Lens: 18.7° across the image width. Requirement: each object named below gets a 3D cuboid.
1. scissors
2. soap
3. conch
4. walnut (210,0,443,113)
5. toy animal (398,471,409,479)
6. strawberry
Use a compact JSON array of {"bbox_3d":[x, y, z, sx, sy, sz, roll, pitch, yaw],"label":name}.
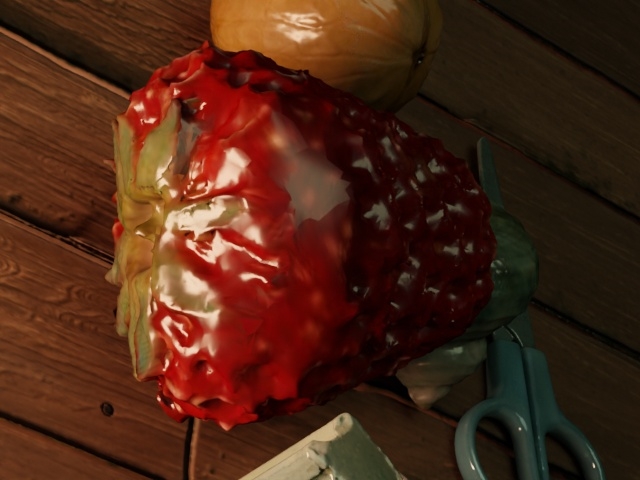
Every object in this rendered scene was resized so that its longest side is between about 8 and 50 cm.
[{"bbox_3d":[0.194,0.083,1.985,0.192,0.029,0.447,18,53,-35],"label":"scissors"},{"bbox_3d":[-0.020,0.225,1.511,0.114,0.198,0.063,53,40,-2],"label":"soap"},{"bbox_3d":[0.100,0.021,1.847,0.220,0.195,0.277,-3,89,-32],"label":"conch"},{"bbox_3d":[0.003,-0.206,1.873,0.195,0.221,0.195,-35,129,-57],"label":"walnut"},{"bbox_3d":[0.032,0.258,1.663,0.103,0.221,0.131,40,83,12],"label":"toy animal"},{"bbox_3d":[0.000,0.000,1.640,0.345,0.295,0.318,0,58,-20],"label":"strawberry"}]
